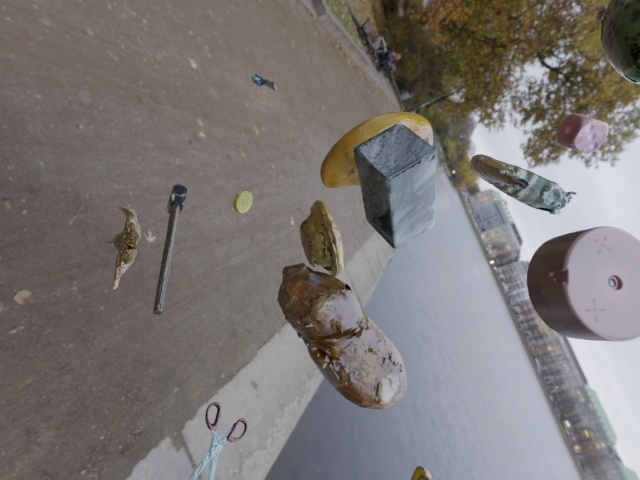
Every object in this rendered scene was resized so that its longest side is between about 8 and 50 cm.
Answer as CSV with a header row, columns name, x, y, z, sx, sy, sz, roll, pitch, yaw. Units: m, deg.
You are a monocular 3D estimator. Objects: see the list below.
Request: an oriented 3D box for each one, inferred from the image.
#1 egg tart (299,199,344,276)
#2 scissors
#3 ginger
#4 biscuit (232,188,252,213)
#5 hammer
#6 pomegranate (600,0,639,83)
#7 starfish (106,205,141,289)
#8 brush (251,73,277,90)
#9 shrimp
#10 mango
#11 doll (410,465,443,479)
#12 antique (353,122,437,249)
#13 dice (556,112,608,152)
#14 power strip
name,x,y,z,sx,sy,sz,roll,pitch,yaw
egg tart,0.000,0.000,1.193,0.241,0.106,0.240,163,-90,-81
scissors,-0.301,0.598,1.137,0.144,0.017,0.247,39,36,-15
ginger,0.052,0.224,0.905,0.418,0.176,0.254,53,-4,-1
biscuit,-0.261,-0.131,1.348,0.084,0.023,0.083,-39,139,-46
hammer,-0.409,0.022,1.084,0.044,0.111,0.365,13,57,-26
pomegranate,0.655,-0.404,0.702,0.255,0.270,0.254,16,42,-15
starfish,-0.532,0.012,1.082,0.062,0.277,0.235,15,69,-40
brush,-0.195,-0.536,1.362,0.178,0.030,0.033,47,-23,49
shrimp,0.400,-0.133,0.836,0.287,0.068,0.185,12,20,-47
mango,0.122,-0.171,0.794,0.109,0.262,0.157,49,-28,24
doll,0.234,0.394,0.511,0.145,0.103,0.316,62,-21,-6
antique,0.120,-0.075,0.629,0.088,0.086,0.183,52,-12,38
dice,0.747,-0.306,1.146,0.094,0.091,0.093,-98,-158,-60
power strip,0.371,0.060,0.545,0.078,0.154,0.154,133,-63,-75
